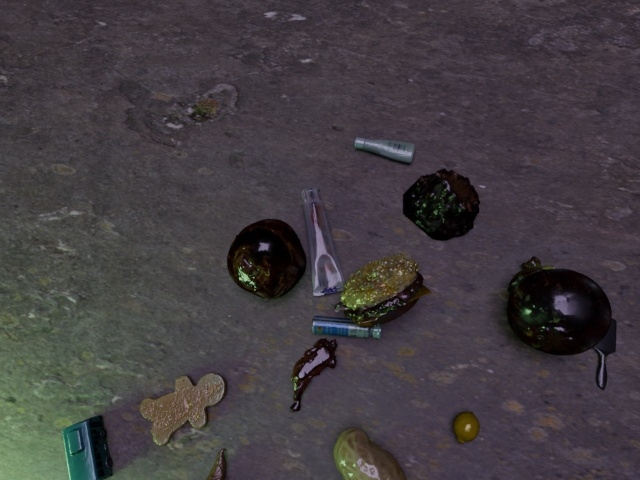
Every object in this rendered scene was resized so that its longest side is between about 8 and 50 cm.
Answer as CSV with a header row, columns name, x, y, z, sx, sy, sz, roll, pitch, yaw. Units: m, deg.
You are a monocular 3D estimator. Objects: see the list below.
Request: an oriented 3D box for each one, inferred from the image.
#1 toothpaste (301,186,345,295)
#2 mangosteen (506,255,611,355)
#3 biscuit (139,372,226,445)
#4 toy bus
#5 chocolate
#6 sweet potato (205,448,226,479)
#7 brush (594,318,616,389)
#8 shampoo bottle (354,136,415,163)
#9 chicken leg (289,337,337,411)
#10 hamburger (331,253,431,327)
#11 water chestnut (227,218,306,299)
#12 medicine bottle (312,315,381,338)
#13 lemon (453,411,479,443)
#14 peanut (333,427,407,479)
name,x,y,z,sx,sy,sz,roll,pitch,yaw
toothpaste,0.000,0.000,1.267,0.100,0.066,0.324,-10,74,-4
mangosteen,0.600,0.150,1.097,0.231,0.232,0.289,9,45,8
biscuit,-0.361,0.442,1.150,0.234,0.030,0.153,-32,72,-7
toy bus,-0.605,0.544,1.100,0.079,0.092,0.160,-21,70,-4
chocolate,0.370,-0.133,1.225,0.206,0.177,0.224,-43,74,-11
sweet potato,-0.272,0.629,1.059,0.059,0.068,0.206,22,66,-14
brush,0.746,0.294,1.124,0.062,0.016,0.194,12,71,9
shampoo bottle,0.205,-0.298,1.368,0.190,0.041,0.069,14,77,10
chicken leg,-0.028,0.353,1.147,0.089,0.048,0.219,38,77,19
hamburger,0.150,0.129,1.121,0.261,0.243,0.139,-30,94,-9
water chestnut,-0.146,0.048,1.201,0.223,0.238,0.224,2,111,5
medicine bottle,0.071,0.241,1.178,0.190,0.051,0.051,5,71,6
lemon,0.365,0.469,1.066,0.062,0.062,0.083,26,74,13
peanut,0.140,0.602,0.999,0.153,0.140,0.325,-37,69,9
